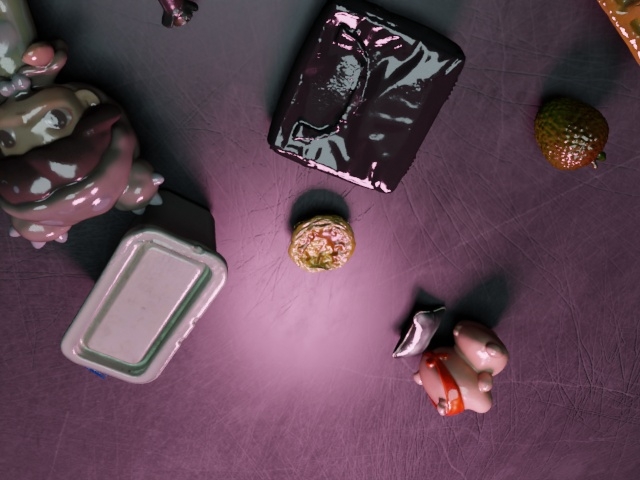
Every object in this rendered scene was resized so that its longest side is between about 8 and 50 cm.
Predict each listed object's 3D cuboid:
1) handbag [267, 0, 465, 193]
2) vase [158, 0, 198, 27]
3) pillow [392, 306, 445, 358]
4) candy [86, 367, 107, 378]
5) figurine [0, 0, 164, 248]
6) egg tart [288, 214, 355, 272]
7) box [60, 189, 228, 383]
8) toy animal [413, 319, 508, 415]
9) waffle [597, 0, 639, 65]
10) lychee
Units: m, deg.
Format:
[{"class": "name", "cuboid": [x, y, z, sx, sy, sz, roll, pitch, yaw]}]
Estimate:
[{"class": "handbag", "cuboid": [0.066, -0.224, 0.980, 0.244, 0.088, 0.275, 18, 124, -16]}, {"class": "vase", "cuboid": [-0.223, -0.370, 0.830, 0.120, 0.120, 0.183, -18, 138, 5]}, {"class": "pillow", "cuboid": [0.207, 0.194, 1.303, 0.091, 0.055, 0.136, 14, 123, -19]}, {"class": "candy", "cuboid": [-0.431, 0.211, 1.246, 0.088, 0.038, 0.136, 39, 105, -14]}, {"class": "figurine", "cuboid": [-0.401, -0.181, 0.894, 0.248, 0.203, 0.380, -22, 113, 0]}, {"class": "egg tart", "cuboid": [0.000, 0.000, 1.145, 0.130, 0.052, 0.130, -4, 126, -5]}, {"class": "box", "cuboid": [-0.296, 0.068, 1.074, 0.175, 0.182, 0.312, 27, 118, -24]}, {"class": "toy animal", "cuboid": [0.293, 0.267, 1.294, 0.171, 0.171, 0.198, 33, 102, -26]}, {"class": "waffle", "cuboid": [0.575, -0.365, 0.847, 0.327, 0.098, 0.224, -23, 125, 42]}, {"class": "lychee", "cuboid": [0.423, -0.175, 1.045, 0.146, 0.114, 0.114, 43, 111, -11]}]
